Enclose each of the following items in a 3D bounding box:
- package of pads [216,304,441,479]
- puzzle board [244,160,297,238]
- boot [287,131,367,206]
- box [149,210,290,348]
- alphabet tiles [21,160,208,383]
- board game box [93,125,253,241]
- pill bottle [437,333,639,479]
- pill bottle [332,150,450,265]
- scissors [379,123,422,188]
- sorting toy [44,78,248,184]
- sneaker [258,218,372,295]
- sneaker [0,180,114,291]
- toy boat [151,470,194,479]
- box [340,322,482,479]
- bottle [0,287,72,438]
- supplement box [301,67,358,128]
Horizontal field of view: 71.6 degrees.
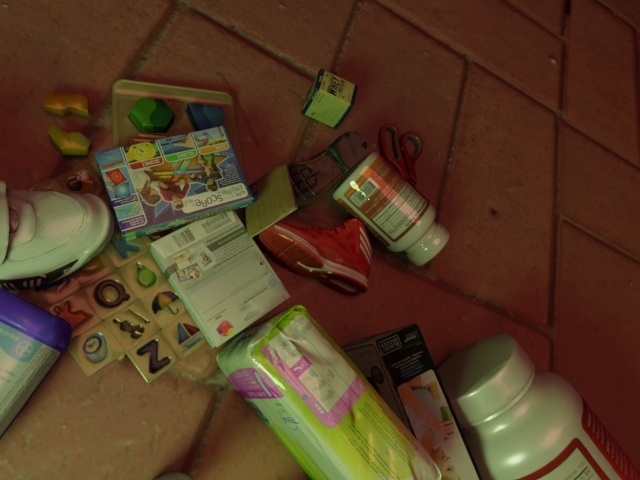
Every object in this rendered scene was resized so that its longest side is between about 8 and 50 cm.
[{"bbox_3d":[-0.003,0.238,0.613,0.101,0.229,0.296,-40,91,-30],"label":"package of pads"},{"bbox_3d":[-0.087,-0.070,0.747,0.011,0.097,0.128,43,22,-41],"label":"puzzle board"},{"bbox_3d":[-0.012,-0.117,0.836,0.219,0.106,0.082,-31,90,-1],"label":"boot"},{"bbox_3d":[-0.158,0.053,0.708,0.145,0.038,0.186,-33,86,-30],"label":"box"},{"bbox_3d":[-0.289,0.028,0.688,0.285,0.011,0.342,-35,88,-29],"label":"alphabet tiles"},{"bbox_3d":[-0.223,-0.093,0.689,0.201,0.035,0.136,-18,81,-23],"label":"board game box"},{"bbox_3d":[0.369,0.368,0.731,0.229,0.229,0.407,-36,89,-30],"label":"pill bottle"},{"bbox_3d":[0.137,-0.056,0.844,0.216,0.121,0.121,43,60,-6],"label":"pill bottle"},{"bbox_3d":[0.183,-0.116,0.948,0.109,0.021,0.296,6,70,-25],"label":"scissors"},{"bbox_3d":[-0.280,-0.171,0.736,0.308,0.041,0.228,-1,68,-26],"label":"sorting toy"},{"bbox_3d":[0.000,0.000,0.798,0.221,0.087,0.128,34,52,-23],"label":"sneaker"},{"bbox_3d":[-0.443,-0.018,0.511,0.366,0.210,0.137,-9,75,-22],"label":"sneaker"},{"bbox_3d":[-0.111,0.417,0.537,0.318,0.148,0.267,50,53,2],"label":"toy boat"},{"bbox_3d":[0.128,0.290,0.689,0.087,0.169,0.289,-14,76,-30],"label":"box"},{"bbox_3d":[-0.425,0.198,0.515,0.118,0.092,0.282,28,64,0],"label":"bottle"},{"bbox_3d":[0.017,-0.284,0.896,0.083,0.083,0.056,21,63,-15],"label":"supplement box"}]
